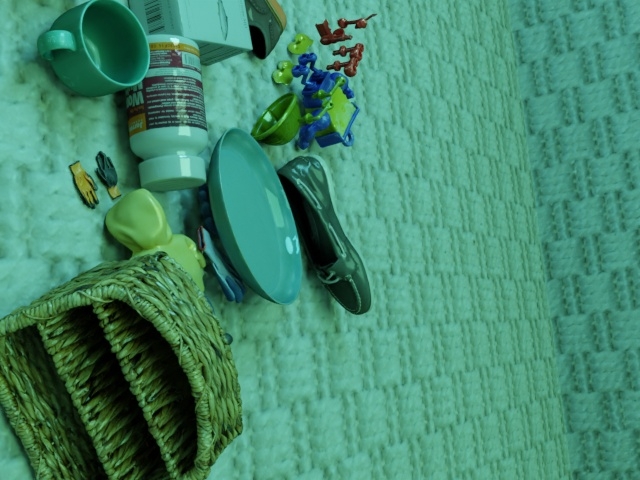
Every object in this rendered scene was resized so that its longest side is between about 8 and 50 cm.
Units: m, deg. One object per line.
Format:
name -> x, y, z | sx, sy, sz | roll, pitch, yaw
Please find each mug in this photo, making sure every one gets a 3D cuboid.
mug -> -0.333, -0.278, 1.213 | 0.158, 0.097, 0.129 | 37, 52, -45

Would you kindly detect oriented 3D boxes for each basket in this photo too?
basket -> -0.250, 0.191, 1.101 | 0.223, 0.213, 0.299 | -38, 113, -55

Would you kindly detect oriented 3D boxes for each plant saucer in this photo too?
plant saucer -> -0.115, -0.037, 1.463 | 0.317, 0.044, 0.317 | -18, 90, -74

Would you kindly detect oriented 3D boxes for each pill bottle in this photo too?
pill bottle -> -0.237, -0.194, 1.314 | 0.121, 0.121, 0.221 | 4, 77, -56

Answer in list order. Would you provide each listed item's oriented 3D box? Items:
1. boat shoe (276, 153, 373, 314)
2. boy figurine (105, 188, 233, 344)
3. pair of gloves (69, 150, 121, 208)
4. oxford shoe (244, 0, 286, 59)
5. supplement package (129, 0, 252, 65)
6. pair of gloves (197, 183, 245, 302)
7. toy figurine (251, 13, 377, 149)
boat shoe -> 0.000, 0.000, 1.651 | 0.095, 0.112, 0.335 | -25, 97, -39
boy figurine -> -0.234, 0.062, 1.275 | 0.177, 0.092, 0.285 | -50, 122, -52
pair of gloves -> -0.327, -0.089, 1.249 | 0.083, 0.010, 0.074 | -38, 113, -55
oxford shoe -> -0.154, -0.441, 1.540 | 0.271, 0.097, 0.098 | 43, 53, -43
supplement package -> -0.213, -0.362, 1.414 | 0.179, 0.105, 0.105 | -9, 88, -58
pair of gloves -> -0.161, 0.006, 1.392 | 0.159, 0.023, 0.198 | 61, 13, -46
toy figurine -> 0.027, -0.256, 1.688 | 0.217, 0.191, 0.362 | 59, 39, -37
